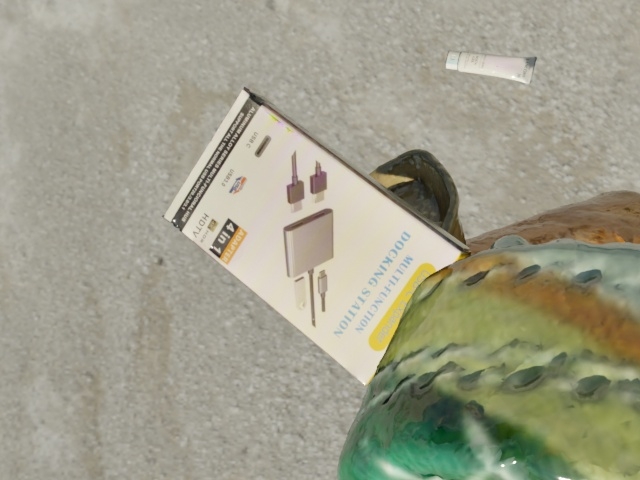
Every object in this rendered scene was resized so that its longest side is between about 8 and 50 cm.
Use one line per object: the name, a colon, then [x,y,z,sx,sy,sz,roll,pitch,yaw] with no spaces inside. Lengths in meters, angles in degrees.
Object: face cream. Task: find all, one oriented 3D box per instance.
face cream: [0.219,-0.226,1.125,0.115,0.020,0.038,12,79,18]

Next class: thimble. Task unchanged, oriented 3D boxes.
thimble: [0.157,0.129,0.470,0.288,0.254,0.167,9,50,30]

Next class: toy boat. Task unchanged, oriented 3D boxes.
toy boat: [0.070,0.005,0.786,0.116,0.061,0.188,3,54,31]

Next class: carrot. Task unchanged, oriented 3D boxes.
carrot: [0.218,0.047,0.880,0.196,0.254,0.196,20,112,62]

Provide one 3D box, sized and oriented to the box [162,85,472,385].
box: [0.000,0.000,0.671,0.247,0.033,0.129,37,102,19]
